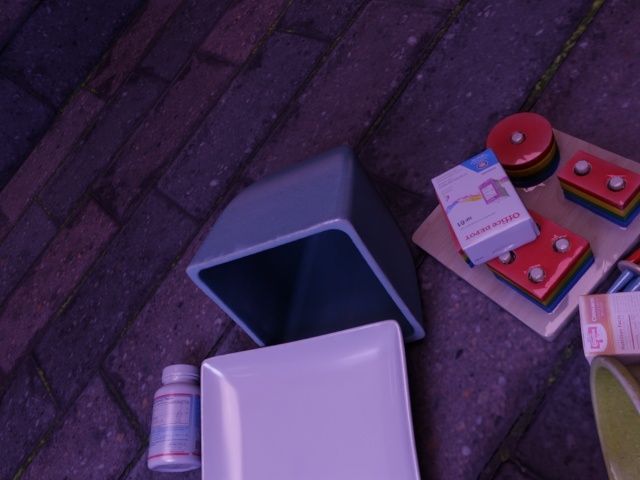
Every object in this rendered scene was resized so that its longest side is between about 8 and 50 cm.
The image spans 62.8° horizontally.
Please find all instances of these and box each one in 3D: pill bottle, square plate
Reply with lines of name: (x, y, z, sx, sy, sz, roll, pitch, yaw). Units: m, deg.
pill bottle: (-0.237, 0.295, 0.876, 0.087, 0.087, 0.160, -21, 54, 24)
square plate: (-0.019, 0.310, 0.714, 0.344, 0.049, 0.347, -17, 66, 27)

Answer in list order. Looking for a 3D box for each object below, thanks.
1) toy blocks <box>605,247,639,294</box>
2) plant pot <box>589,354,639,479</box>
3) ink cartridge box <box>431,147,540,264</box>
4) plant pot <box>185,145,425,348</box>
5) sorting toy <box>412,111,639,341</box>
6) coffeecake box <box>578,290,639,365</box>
toy blocks: (0.416, 0.039, 0.598, 0.148, 0.054, 0.123, -48, 48, 2)
plant pot: (0.390, 0.207, 0.409, 0.254, 0.276, 0.276, -14, 57, 14)
ink cartridge box: (0.208, -0.043, 0.669, 0.088, 0.052, 0.122, -28, 53, 18)
plant pot: (0.000, 0.000, 0.790, 0.247, 0.248, 0.252, -17, 39, 26)
sorting toy: (0.282, -0.046, 0.715, 0.257, 0.089, 0.255, -50, 48, 1)
coffeecake box: (0.375, 0.102, 0.531, 0.185, 0.142, 0.068, -9, 59, 31)
